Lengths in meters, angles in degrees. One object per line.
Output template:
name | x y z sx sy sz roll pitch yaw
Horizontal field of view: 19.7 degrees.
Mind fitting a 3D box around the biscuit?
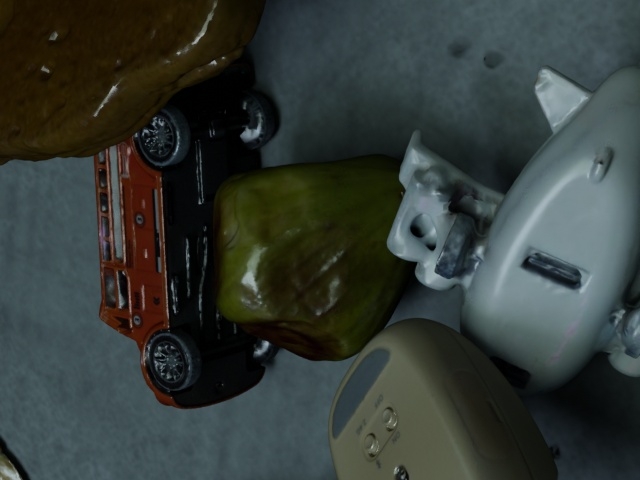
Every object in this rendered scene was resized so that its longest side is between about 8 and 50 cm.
biscuit | -0.176 -0.214 1.342 0.381 0.074 0.359 -49 51 28

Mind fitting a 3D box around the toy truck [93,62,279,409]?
toy truck | -0.106 -0.006 1.392 0.114 0.107 0.253 8 105 39

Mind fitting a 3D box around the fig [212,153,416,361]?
fig | 0.000 0.000 1.303 0.165 0.144 0.154 -38 65 13

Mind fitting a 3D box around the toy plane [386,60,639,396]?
toy plane | 0.164 -0.006 1.214 0.244 0.117 0.245 7 116 14

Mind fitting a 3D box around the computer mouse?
computer mouse | 0.082 0.157 1.178 0.145 0.082 0.236 -59 38 27

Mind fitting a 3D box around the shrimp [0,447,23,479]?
shrimp | -0.320 0.263 1.644 0.150 0.051 0.217 12 105 23
